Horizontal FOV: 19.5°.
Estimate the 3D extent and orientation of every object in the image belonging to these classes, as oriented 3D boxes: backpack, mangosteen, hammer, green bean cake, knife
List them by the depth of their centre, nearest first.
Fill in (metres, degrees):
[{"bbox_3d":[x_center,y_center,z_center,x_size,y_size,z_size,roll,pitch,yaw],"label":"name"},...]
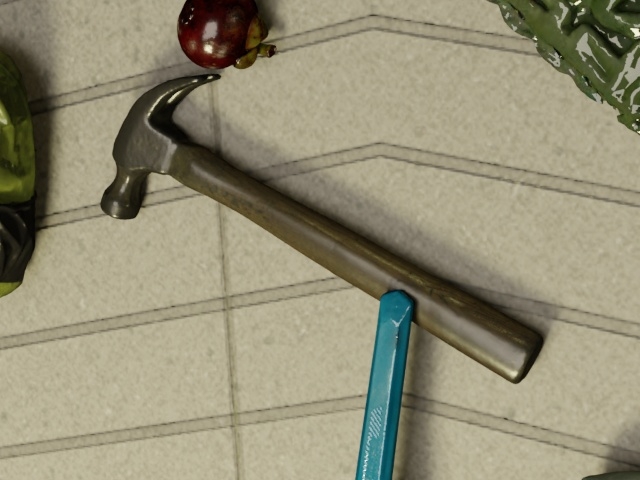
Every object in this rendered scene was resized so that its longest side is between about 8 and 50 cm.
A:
[{"bbox_3d":[0.268,-0.228,1.415,0.241,0.132,0.255,50,117,15],"label":"green bean cake"},{"bbox_3d":[0.052,0.188,1.611,0.044,0.026,0.296,14,101,32],"label":"knife"},{"bbox_3d":[-0.087,-0.188,1.637,0.081,0.081,0.081,5,102,27],"label":"mangosteen"},{"bbox_3d":[0.000,0.000,1.643,0.440,0.044,0.168,31,113,19],"label":"hammer"},{"bbox_3d":[-0.366,-0.069,1.766,0.207,0.140,0.253,17,111,22],"label":"backpack"}]

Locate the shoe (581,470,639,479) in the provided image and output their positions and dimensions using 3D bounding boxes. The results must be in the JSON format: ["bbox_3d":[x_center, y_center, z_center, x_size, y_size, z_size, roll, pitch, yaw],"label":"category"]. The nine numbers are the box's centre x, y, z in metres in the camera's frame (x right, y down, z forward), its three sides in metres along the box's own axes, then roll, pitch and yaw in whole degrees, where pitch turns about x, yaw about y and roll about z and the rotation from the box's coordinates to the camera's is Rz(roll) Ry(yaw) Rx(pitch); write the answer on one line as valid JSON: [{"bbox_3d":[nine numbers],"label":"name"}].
[{"bbox_3d":[0.307,0.226,1.517,0.195,0.079,0.078,25,75,30],"label":"shoe"}]
